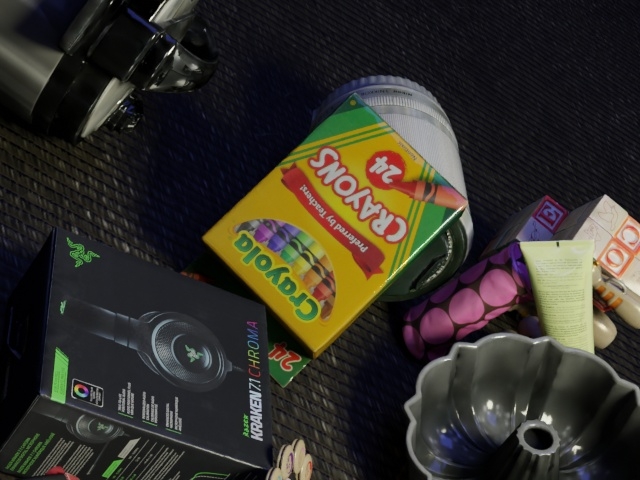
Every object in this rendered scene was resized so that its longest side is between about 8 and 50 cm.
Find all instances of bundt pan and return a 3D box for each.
[{"bbox_3d":[0.254,0.276,1.710,0.330,0.124,0.331,5,46,-5],"label":"bundt pan"}]

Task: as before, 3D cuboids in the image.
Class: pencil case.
[{"bbox_3d":[0.210,0.087,1.872,0.098,0.209,0.095,33,39,-31],"label":"pencil case"}]

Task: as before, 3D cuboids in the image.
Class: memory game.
[{"bbox_3d":[-0.038,0.299,1.450,0.012,0.186,0.186,6,30,17],"label":"memory game"}]

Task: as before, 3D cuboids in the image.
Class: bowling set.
[{"bbox_3d":[0.311,0.141,1.941,0.154,0.287,0.200,39,65,0],"label":"bowling set"}]

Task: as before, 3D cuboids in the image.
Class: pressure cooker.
[{"bbox_3d":[-0.306,-0.326,1.722,0.420,0.375,0.370,37,54,-5],"label":"pressure cooker"}]

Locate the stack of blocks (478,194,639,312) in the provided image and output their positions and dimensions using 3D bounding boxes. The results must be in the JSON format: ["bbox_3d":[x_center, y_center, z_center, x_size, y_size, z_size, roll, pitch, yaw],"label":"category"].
[{"bbox_3d":[0.363,0.022,2.027,0.171,0.297,0.087,39,74,-3],"label":"stack of blocks"}]

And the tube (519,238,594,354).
[{"bbox_3d":[0.317,0.098,1.795,0.070,0.240,0.062,-26,34,-19],"label":"tube"}]

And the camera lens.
[{"bbox_3d":[0.090,-0.069,1.924,0.219,0.219,0.274,23,37,-23],"label":"camera lens"}]

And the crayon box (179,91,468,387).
[{"bbox_3d":[0.000,0.000,1.712,0.202,0.318,0.081,44,-9,8],"label":"crayon box"}]

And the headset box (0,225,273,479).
[{"bbox_3d":[-0.206,0.145,1.481,0.283,0.131,0.246,23,37,-23],"label":"headset box"}]

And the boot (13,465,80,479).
[{"bbox_3d":[-0.187,0.292,1.302,0.244,0.088,0.176,13,41,-26],"label":"boot"}]
